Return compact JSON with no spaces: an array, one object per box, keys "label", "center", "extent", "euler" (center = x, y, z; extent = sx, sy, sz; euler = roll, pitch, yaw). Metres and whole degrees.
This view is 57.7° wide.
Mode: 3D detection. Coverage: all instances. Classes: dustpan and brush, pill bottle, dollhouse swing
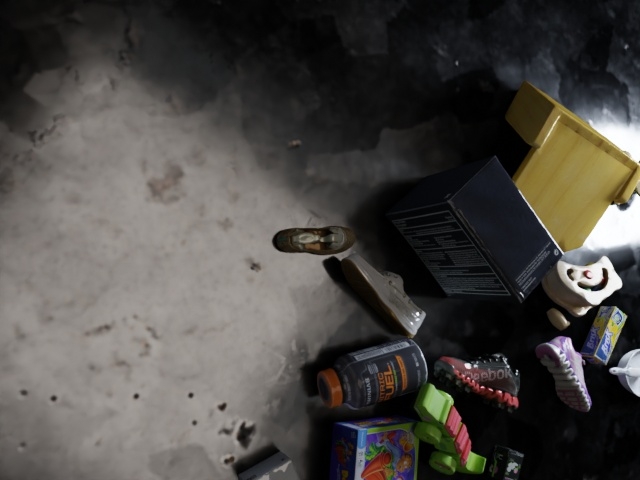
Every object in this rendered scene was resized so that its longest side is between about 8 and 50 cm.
[{"label":"dustpan and brush","center":[0.922,0.392,1.735],"extent":[0.211,0.060,0.147],"euler":[9,83,-21]},{"label":"pill bottle","center":[0.118,0.321,1.377],"extent":[0.245,0.130,0.130],"euler":[-11,91,-22]},{"label":"dollhouse swing","center":[0.655,-0.201,1.652],"extent":[0.347,0.315,0.305],"euler":[26,117,-19]}]

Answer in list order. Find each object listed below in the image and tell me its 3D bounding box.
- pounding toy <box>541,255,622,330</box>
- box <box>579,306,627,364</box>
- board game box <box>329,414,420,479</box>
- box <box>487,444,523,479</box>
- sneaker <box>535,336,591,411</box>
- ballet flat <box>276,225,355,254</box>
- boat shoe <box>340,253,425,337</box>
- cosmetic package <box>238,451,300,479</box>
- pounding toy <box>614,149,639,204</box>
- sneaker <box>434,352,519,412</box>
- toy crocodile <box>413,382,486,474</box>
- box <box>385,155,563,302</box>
[{"label":"pounding toy","center":[0.711,0.144,1.663],"extent":[0.269,0.155,0.154],"euler":[-23,67,-31]},{"label":"box","center":[0.831,0.278,1.706],"extent":[0.054,0.059,0.169],"euler":[35,74,-14]},{"label":"board game box","center":[0.122,0.596,1.344],"extent":[0.233,0.078,0.347],"euler":[10,82,-44]},{"label":"box","center":[0.493,0.597,1.546],"extent":[0.052,0.062,0.083],"euler":[23,78,-21]},{"label":"sneaker","center":[0.707,0.369,1.637],"extent":[0.104,0.095,0.236],"euler":[-33,98,-28]},{"label":"ballet flat","center":[0.000,0.000,1.384],"extent":[0.206,0.067,0.073],"euler":[-5,87,-23]},{"label":"boat shoe","center":[0.159,0.119,1.429],"extent":[0.096,0.098,0.277],"euler":[-49,113,-18]},{"label":"cosmetic package","center":[-0.084,0.609,1.302],"extent":[0.117,0.085,0.231],"euler":[-22,93,-23]},{"label":"pounding toy","center":[1.024,-0.199,1.810],"extent":[0.237,0.110,0.183],"euler":[0,98,7]},{"label":"sneaker","center":[0.414,0.343,1.514],"extent":[0.276,0.097,0.135],"euler":[26,77,-21]},{"label":"toy crocodile","center":[0.312,0.471,1.416],"extent":[0.115,0.105,0.340],"euler":[-55,132,-36]},{"label":"box","center":[0.363,-0.019,1.409],"extent":[0.183,0.296,0.294],"euler":[-43,103,-18]}]
